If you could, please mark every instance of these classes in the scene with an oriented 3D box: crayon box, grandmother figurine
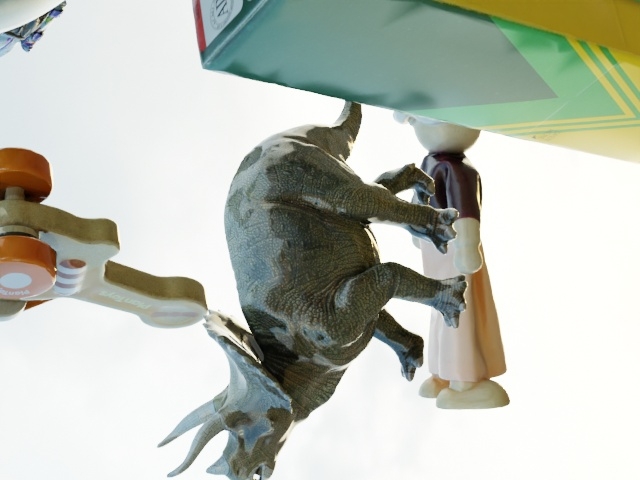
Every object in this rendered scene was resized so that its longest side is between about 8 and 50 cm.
[{"bbox_3d":[0.066,-0.243,0.823,0.313,0.106,0.362,10,-122,-33],"label":"crayon box"},{"bbox_3d":[0.133,-0.010,1.388,0.208,0.104,0.342,-169,75,-69],"label":"grandmother figurine"}]

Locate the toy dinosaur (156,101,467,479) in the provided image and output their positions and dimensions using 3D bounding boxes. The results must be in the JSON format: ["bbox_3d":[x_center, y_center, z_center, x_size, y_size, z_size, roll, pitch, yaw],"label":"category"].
[{"bbox_3d":[0.000,0.000,0.874,0.121,0.160,0.313,133,144,-64],"label":"toy dinosaur"}]

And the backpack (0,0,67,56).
[{"bbox_3d":[-0.467,-0.332,1.962,0.117,0.173,0.158,16,-145,-49],"label":"backpack"}]

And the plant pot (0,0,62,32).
[{"bbox_3d":[-0.339,-0.335,1.408,0.195,0.290,0.290,3,-104,-44],"label":"plant pot"}]

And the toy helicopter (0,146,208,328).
[{"bbox_3d":[-0.282,0.047,1.525,0.355,0.235,0.140,21,-132,-40],"label":"toy helicopter"}]
